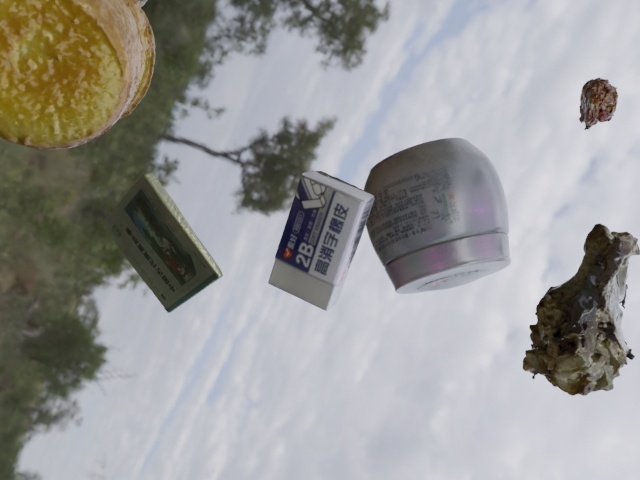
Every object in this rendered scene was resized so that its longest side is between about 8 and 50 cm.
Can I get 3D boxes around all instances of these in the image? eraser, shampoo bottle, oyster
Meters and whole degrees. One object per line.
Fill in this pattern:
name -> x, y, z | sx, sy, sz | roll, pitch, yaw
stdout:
eraser -> 0.000, 0.000, 1.635 | 0.068, 0.125, 0.210 | -33, 145, -65
shampoo bottle -> 0.225, -0.040, 1.850 | 0.273, 0.273, 0.266 | 142, -64, -67
oyster -> 0.513, 0.129, 1.795 | 0.337, 0.198, 0.133 | -58, 159, -20

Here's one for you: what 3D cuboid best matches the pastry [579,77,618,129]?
pastry -> 0.501, -0.247, 1.720 | 0.169, 0.063, 0.087 | -61, 159, -70

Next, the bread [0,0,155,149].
bread -> -0.323, -0.232, 1.142 | 0.145, 0.269, 0.268 | -91, -154, -55

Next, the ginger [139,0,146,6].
ginger -> -0.340, -0.427, 1.431 | 0.080, 0.333, 0.166 | 41, -52, 49

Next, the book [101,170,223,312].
book -> -0.275, 0.010, 1.649 | 0.025, 0.214, 0.283 | -36, 180, -30
